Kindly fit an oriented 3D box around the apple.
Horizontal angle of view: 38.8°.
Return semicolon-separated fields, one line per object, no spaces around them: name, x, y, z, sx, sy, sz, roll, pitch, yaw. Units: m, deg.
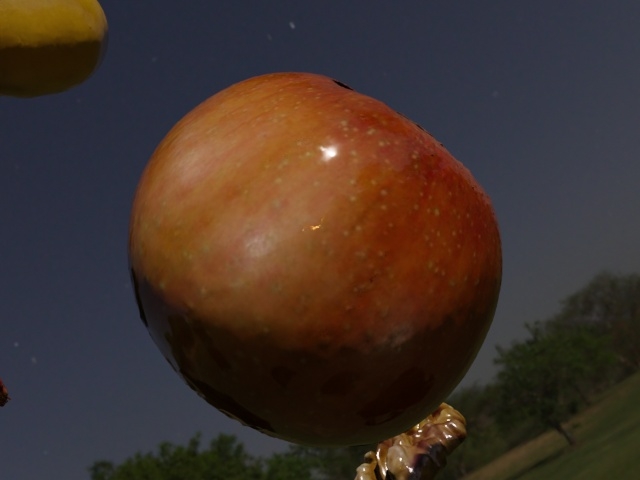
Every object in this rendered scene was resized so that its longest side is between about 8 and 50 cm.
apple;0.000;0.000;0.507;0.210;0.235;0.173;29;-72;-36

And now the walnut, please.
walnut;0.095;0.242;1.027;0.143;0.069;0.170;-44;-1;28

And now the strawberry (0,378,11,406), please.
strawberry;-0.532;0.125;1.091;0.233;0.137;0.306;-31;-41;29

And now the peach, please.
peach;-0.266;-0.173;0.761;0.179;0.179;0.103;-13;-68;-49
